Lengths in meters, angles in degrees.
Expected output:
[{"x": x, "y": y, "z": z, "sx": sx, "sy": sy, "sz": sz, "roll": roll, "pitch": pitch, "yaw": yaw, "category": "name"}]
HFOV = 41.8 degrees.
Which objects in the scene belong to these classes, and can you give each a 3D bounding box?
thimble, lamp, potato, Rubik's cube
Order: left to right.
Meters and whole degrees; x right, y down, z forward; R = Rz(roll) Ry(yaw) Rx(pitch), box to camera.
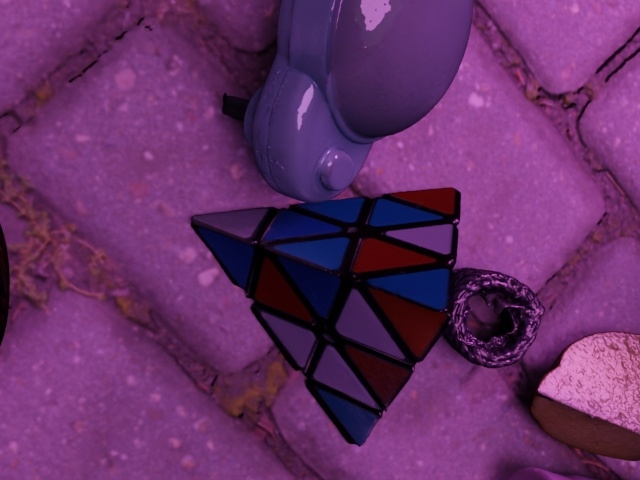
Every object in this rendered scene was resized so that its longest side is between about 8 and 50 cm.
[{"x": 0.000, "y": 0.000, "z": 0.783, "sx": 0.234, "sy": 0.284, "sz": 0.250, "roll": 22, "pitch": 60, "yaw": 2, "category": "Rubik's cube"}, {"x": 0.036, "y": -0.166, "z": 0.725, "sx": 0.284, "sy": 0.147, "sz": 0.209, "roll": -50, "pitch": 150, "yaw": 6, "category": "lamp"}, {"x": 0.164, "y": 0.078, "z": 0.847, "sx": 0.104, "sy": 0.066, "sz": 0.095, "roll": 17, "pitch": 87, "yaw": -16, "category": "thimble"}, {"x": 0.292, "y": 0.155, "z": 0.906, "sx": 0.149, "sy": 0.081, "sz": 0.120, "roll": 22, "pitch": 56, "yaw": -3, "category": "potato"}]

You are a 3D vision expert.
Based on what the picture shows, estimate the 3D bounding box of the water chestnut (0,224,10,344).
[{"x": -0.389, "y": 0.029, "z": 0.550, "sx": 0.350, "sy": 0.302, "sz": 0.350, "roll": 29, "pitch": 50, "yaw": -41, "category": "water chestnut"}]

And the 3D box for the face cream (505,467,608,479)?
[{"x": 0.308, "y": 0.321, "z": 0.909, "sx": 0.274, "sy": 0.096, "sz": 0.154, "roll": 25, "pitch": 82, "yaw": -32, "category": "face cream"}]
